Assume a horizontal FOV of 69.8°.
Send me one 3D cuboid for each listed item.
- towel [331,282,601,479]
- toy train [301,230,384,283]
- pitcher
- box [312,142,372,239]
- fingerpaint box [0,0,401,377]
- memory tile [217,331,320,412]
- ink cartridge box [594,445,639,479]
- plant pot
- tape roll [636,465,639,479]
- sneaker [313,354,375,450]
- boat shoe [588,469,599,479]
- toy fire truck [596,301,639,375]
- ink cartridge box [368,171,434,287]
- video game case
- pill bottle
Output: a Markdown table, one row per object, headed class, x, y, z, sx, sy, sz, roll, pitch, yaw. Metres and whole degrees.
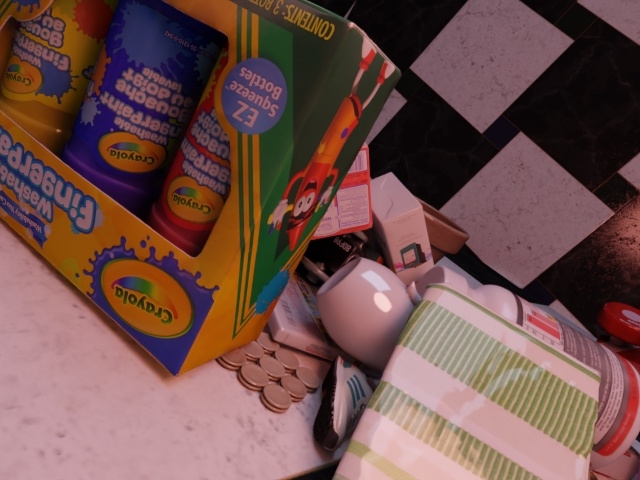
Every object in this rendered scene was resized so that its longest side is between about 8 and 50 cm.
| class | x | y | z | sx | sy | sz | roll | pitch | yaw |
| --- | --- | --- | --- | --- | --- | --- | --- | --- | --- |
| towel | 0.167 | 0.209 | 0.479 | 0.248 | 0.038 | 0.325 | 32 | 51 | 5 |
| toy train | 0.000 | 0.000 | 0.920 | 0.334 | 0.142 | 0.190 | 36 | -1 | 40 |
| pitcher | 0.110 | 0.112 | 0.631 | 0.207 | 0.178 | 0.125 | 49 | 21 | -5 |
| box | -0.077 | -0.087 | 0.747 | 0.300 | 0.154 | 0.142 | -12 | 36 | -4 |
| fingerpaint box | -0.201 | -0.136 | 0.538 | 0.445 | 0.371 | 0.163 | 35 | 17 | 18 |
| memory tile | -0.076 | 0.149 | 0.574 | 0.148 | 0.012 | 0.113 | 37 | 16 | 20 |
| ink cartridge box | 0.530 | 0.381 | 0.899 | 0.109 | 0.063 | 0.150 | 25 | 16 | -20 |
| plant pot | 0.188 | 0.009 | 1.115 | 0.263 | 0.229 | 0.263 | 28 | 15 | -8 |
| tape roll | 0.660 | 0.419 | 0.783 | 0.189 | 0.189 | 0.080 | 28 | 16 | -11 |
| sneaker | 0.040 | 0.198 | 0.553 | 0.075 | 0.057 | 0.161 | 25 | 12 | 0 |
| boat shoe | 0.397 | 0.390 | 0.641 | 0.056 | 0.048 | 0.153 | 31 | 15 | 2 |
| toy fire truck | 0.653 | 0.251 | 0.858 | 0.302 | 0.169 | 0.254 | 1 | 28 | -27 |
| ink cartridge box | 0.148 | 0.005 | 0.867 | 0.134 | 0.078 | 0.231 | -116 | -177 | -51 |
| video game case | -0.013 | 0.117 | 0.752 | 0.206 | 0.026 | 0.227 | 27 | 14 | -29 |
| pill bottle | 0.315 | 0.203 | 0.771 | 0.363 | 0.210 | 0.210 | 31 | 15 | -3 |
